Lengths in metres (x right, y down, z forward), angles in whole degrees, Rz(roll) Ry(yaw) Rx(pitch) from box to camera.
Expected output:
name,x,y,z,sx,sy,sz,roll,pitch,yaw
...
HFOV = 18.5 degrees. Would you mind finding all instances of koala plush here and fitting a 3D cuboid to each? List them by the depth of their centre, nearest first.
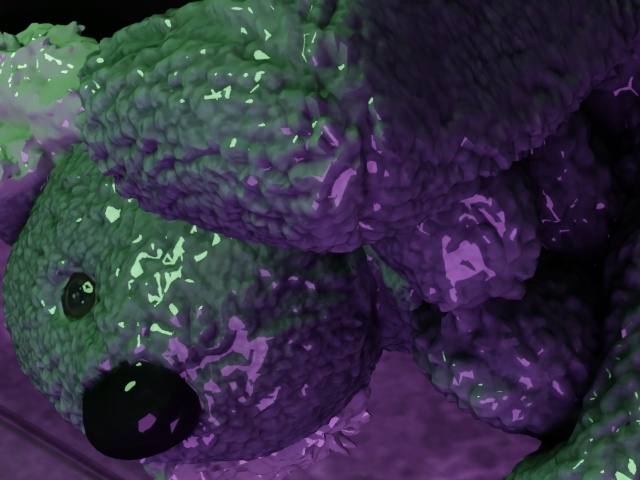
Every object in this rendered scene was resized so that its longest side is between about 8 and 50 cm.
name,x,y,z,sx,sy,sz,roll,pitch,yaw
koala plush,0.000,0.000,0.534,0.221,0.203,0.196,-22,117,39

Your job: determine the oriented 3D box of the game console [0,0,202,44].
name,x,y,z,sx,sy,sz,roll,pitch,yaw
game console,-0.048,-0.138,0.553,0.386,0.060,0.342,12,124,-10
